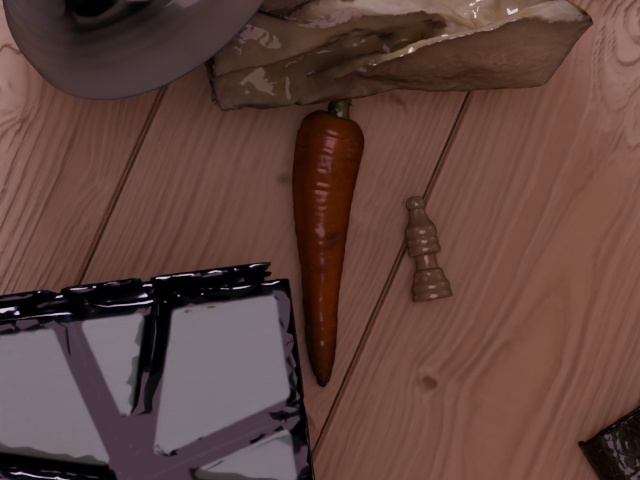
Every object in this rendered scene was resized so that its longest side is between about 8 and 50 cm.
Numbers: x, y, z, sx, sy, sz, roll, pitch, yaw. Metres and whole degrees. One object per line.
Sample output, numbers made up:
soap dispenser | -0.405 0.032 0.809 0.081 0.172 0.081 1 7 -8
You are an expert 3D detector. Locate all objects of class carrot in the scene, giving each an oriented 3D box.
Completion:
carrot | 0.000 0.000 1.544 0.061 0.061 0.256 5 96 -4

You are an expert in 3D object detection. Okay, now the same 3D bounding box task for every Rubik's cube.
Rubik's cube | -0.150 0.174 1.411 0.288 0.283 0.293 -5 86 -3

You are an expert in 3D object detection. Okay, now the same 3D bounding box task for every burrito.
burrito | 0.057 -0.192 1.503 0.332 0.190 0.135 -1 125 -2

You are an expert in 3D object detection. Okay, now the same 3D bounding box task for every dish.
dish | -0.165 -0.260 1.417 0.273 0.134 0.273 -15 57 25

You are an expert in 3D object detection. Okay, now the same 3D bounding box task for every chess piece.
chess piece | 0.091 0.007 1.557 0.035 0.035 0.092 -9 86 -4

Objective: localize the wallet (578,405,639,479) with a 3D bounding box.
wallet | 0.344 0.249 1.568 0.133 0.039 0.243 -30 91 -3
